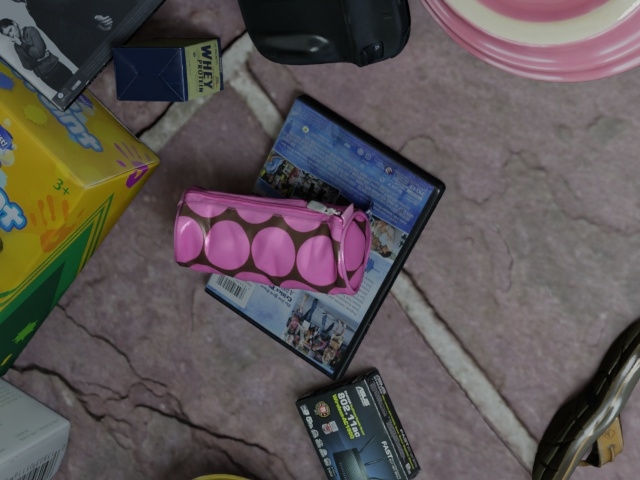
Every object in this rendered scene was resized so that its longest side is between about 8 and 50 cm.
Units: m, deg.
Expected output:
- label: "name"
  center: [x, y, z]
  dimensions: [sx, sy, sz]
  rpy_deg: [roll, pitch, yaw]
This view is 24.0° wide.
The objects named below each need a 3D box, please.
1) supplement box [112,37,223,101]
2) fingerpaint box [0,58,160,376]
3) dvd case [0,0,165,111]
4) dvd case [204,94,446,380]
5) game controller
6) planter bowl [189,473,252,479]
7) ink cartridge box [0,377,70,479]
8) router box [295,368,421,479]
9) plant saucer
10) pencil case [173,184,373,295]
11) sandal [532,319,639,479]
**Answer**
- label: "supplement box"
  center: [-0.157, -0.177, 1.562]
  dimensions: [0.083, 0.083, 0.056]
  rpy_deg: [4, 105, 25]
- label: "fingerpaint box"
  center: [-0.462, -0.096, 1.686]
  dimensions: [0.445, 0.163, 0.371]
  rpy_deg: [45, 117, 8]
- label: "dvd case"
  center: [-0.296, -0.278, 1.557]
  dimensions: [0.238, 0.029, 0.179]
  rpy_deg: [42, 88, -5]
- label: "dvd case"
  center: [0.000, 0.000, 1.570]
  dimensions: [0.180, 0.022, 0.253]
  rpy_deg: [34, 115, 13]
- label: "game controller"
  center: [-0.017, -0.288, 1.393]
  dimensions: [0.166, 0.067, 0.319]
  rpy_deg: [6, 138, 21]
- label: "planter bowl"
  center: [-0.070, 0.343, 1.658]
  dimensions: [0.217, 0.090, 0.217]
  rpy_deg: [7, 107, 25]
- label: "ink cartridge box"
  center: [-0.526, 0.197, 1.715]
  dimensions: [0.385, 0.308, 0.091]
  rpy_deg: [27, 113, 17]
- label: "router box"
  center: [0.040, 0.208, 1.597]
  dimensions: [0.092, 0.038, 0.122]
  rpy_deg: [-22, 93, 28]
- label: "plant saucer"
  center: [0.210, -0.303, 1.351]
  dimensions: [0.332, 0.084, 0.332]
  rpy_deg: [7, 107, 25]
- label: "pencil case"
  center: [-0.052, -0.006, 1.530]
  dimensions: [0.209, 0.095, 0.098]
  rpy_deg: [6, 142, 22]
- label: "sandal"
  center: [0.275, 0.174, 1.463]
  dimensions: [0.060, 0.090, 0.219]
  rpy_deg: [29, 109, -8]
